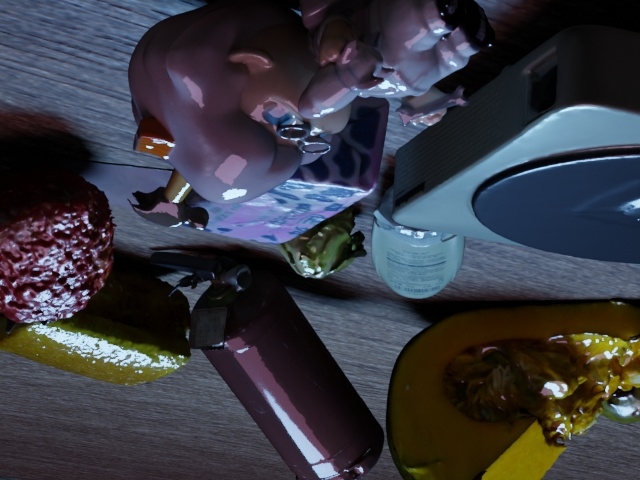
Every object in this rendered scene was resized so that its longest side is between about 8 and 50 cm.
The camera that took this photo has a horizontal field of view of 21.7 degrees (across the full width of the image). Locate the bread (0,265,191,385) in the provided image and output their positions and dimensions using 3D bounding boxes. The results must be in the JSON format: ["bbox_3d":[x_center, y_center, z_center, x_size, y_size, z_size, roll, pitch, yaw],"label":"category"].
[{"bbox_3d":[-0.213,0.067,1.487,0.172,0.103,0.132,18,160,-36],"label":"bread"}]

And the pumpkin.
[{"bbox_3d":[0.197,0.161,1.541,0.280,0.190,0.139,-2,161,24],"label":"pumpkin"}]

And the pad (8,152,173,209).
[{"bbox_3d":[-0.141,-0.037,1.269,0.187,0.006,0.113,6,165,-5],"label":"pad"}]

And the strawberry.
[{"bbox_3d":[-0.213,-0.004,1.209,0.131,0.131,0.148,6,140,-3],"label":"strawberry"}]

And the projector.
[{"bbox_3d":[0.204,-0.049,0.979,0.259,0.079,0.257,10,164,-18],"label":"projector"}]

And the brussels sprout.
[{"bbox_3d":[0.000,0.000,1.275,0.085,0.058,0.085,-2,-179,0],"label":"brussels sprout"}]

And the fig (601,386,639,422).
[{"bbox_3d":[0.311,0.142,1.669,0.084,0.082,0.098,-40,164,19],"label":"fig"}]

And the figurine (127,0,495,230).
[{"bbox_3d":[-0.021,-0.085,0.880,0.229,0.112,0.137,-19,163,28],"label":"figurine"}]

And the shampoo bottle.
[{"bbox_3d":[0.074,0.000,1.258,0.072,0.049,0.212,8,166,3],"label":"shampoo bottle"}]

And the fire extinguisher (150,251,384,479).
[{"bbox_3d":[-0.048,0.107,1.489,0.104,0.105,0.269,-7,131,37],"label":"fire extinguisher"}]

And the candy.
[{"bbox_3d":[-0.031,-0.049,1.065,0.092,0.073,0.160,13,163,-21],"label":"candy"}]
